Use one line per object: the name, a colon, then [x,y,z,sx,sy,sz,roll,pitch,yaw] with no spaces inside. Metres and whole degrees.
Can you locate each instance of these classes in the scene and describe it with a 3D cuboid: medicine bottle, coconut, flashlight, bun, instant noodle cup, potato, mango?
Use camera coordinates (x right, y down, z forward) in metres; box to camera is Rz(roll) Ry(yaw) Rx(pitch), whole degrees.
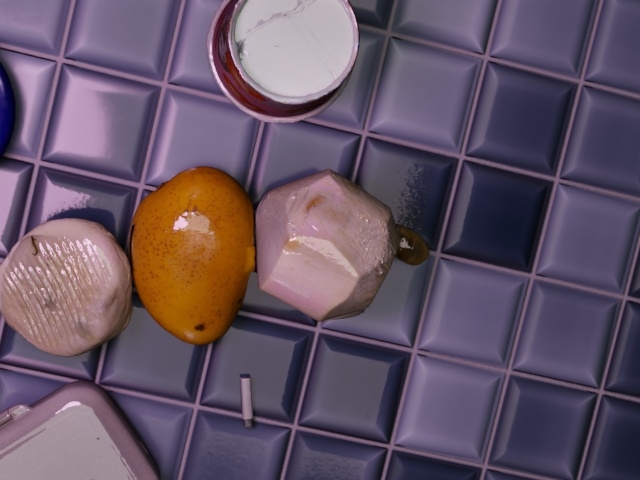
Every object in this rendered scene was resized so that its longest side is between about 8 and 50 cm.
medicine bottle: [-0.454,0.404,1.819,0.375,0.123,0.282,-32,99,-2]
coconut: [-0.002,0.003,1.784,0.241,0.241,0.241,-1,95,-6]
flashlight: [-0.121,0.266,1.895,0.018,0.018,0.083,-4,96,-7]
bun: [-0.388,0.070,1.794,0.237,0.116,0.210,-33,96,24]
instant noodle cup: [-0.047,-0.299,1.747,0.243,0.231,0.243,-1,96,-7]
potato: [0.140,0.008,1.889,0.083,0.040,0.051,34,96,-7]
mango: [-0.204,0.029,1.803,0.191,0.160,0.290,-3,105,-12]

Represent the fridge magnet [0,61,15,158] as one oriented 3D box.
fridge magnet: [-0.599,-0.201,1.755,0.266,0.112,0.265,0,94,-6]
